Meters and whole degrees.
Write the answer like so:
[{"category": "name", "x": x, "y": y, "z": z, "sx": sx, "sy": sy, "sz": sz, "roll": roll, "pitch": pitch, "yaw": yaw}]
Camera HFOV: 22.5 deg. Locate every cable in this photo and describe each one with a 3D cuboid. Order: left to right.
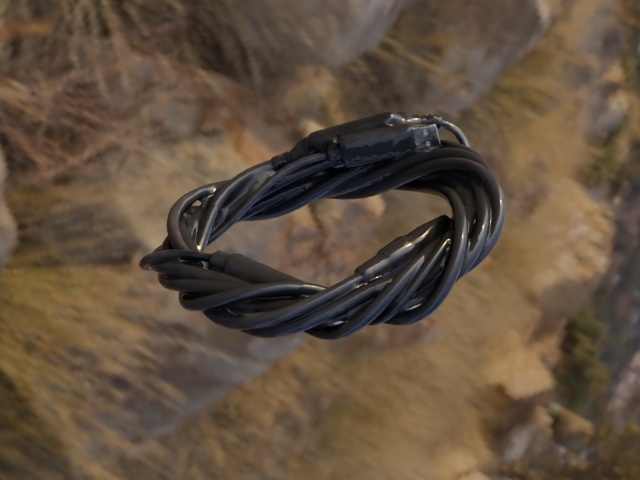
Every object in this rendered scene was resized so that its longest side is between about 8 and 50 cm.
[{"category": "cable", "x": 0.000, "y": 0.000, "z": 0.806, "sx": 0.150, "sy": 0.185, "sz": 0.047, "roll": -101, "pitch": 175, "yaw": -52}]
